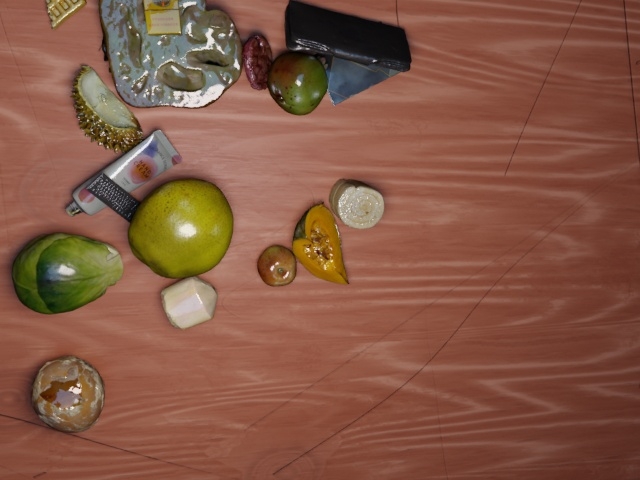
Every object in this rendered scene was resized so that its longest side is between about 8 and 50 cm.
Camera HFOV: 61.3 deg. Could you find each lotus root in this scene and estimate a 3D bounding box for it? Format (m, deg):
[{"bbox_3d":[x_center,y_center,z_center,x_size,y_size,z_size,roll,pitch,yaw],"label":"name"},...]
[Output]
[{"bbox_3d":[-0.410,-0.519,1.452,0.390,0.111,0.375,36,95,-18],"label":"lotus root"}]

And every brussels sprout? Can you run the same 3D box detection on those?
[{"bbox_3d":[-0.687,0.083,1.471,0.271,0.210,0.219,-12,111,-27],"label":"brussels sprout"}]

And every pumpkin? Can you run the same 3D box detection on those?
[{"bbox_3d":[-0.002,0.002,1.685,0.278,0.111,0.163,49,47,-37],"label":"pumpkin"}]

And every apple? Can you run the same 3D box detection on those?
[{"bbox_3d":[-0.133,0.079,1.655,0.126,0.102,0.126,-3,102,-14],"label":"apple"}]

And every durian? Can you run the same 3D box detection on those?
[{"bbox_3d":[-0.582,-0.342,1.451,0.252,0.144,0.139,44,67,-14],"label":"durian"}]

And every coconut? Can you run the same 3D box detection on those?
[{"bbox_3d":[-0.380,0.178,1.595,0.153,0.147,0.147,-24,107,-10],"label":"coconut"}]

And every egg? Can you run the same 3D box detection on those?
[{"bbox_3d":[-0.718,0.444,1.546,0.195,0.195,0.233,-15,104,-11],"label":"egg"}]

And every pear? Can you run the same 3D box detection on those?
[{"bbox_3d":[-0.373,-0.034,1.487,0.294,0.294,0.294,-3,103,-13],"label":"pear"}]

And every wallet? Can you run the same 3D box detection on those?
[{"bbox_3d":[0.086,-0.576,1.535,0.378,0.197,0.051,6,145,-15],"label":"wallet"}]

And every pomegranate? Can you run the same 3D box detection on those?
[{"bbox_3d":[-0.048,-0.458,1.530,0.210,0.180,0.180,-44,111,-29],"label":"pomegranate"}]

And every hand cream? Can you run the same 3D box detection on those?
[{"bbox_3d":[-0.555,-0.170,1.503,0.341,0.077,0.124,-34,136,-5],"label":"hand cream"}]

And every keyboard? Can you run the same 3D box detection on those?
[{"bbox_3d":[-0.554,-0.107,1.504,0.067,0.011,0.202,-45,138,-3],"label":"keyboard"}]

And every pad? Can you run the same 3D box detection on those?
[{"bbox_3d":[0.112,-0.533,1.630,0.243,0.004,0.163,-29,108,-7],"label":"pad"}]

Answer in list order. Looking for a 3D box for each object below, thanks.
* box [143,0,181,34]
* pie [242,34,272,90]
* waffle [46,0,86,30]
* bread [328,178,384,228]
[{"bbox_3d":[-0.404,-0.605,1.369,0.087,0.023,0.155,-4,102,-5],"label":"box"},{"bbox_3d":[-0.175,-0.495,1.505,0.038,0.153,0.153,8,102,19],"label":"pie"},{"bbox_3d":[-0.710,-0.658,1.384,0.125,0.032,0.191,-40,107,0],"label":"waffle"},{"bbox_3d":[0.107,-0.113,1.653,0.148,0.141,0.134,19,101,-16],"label":"bread"}]
